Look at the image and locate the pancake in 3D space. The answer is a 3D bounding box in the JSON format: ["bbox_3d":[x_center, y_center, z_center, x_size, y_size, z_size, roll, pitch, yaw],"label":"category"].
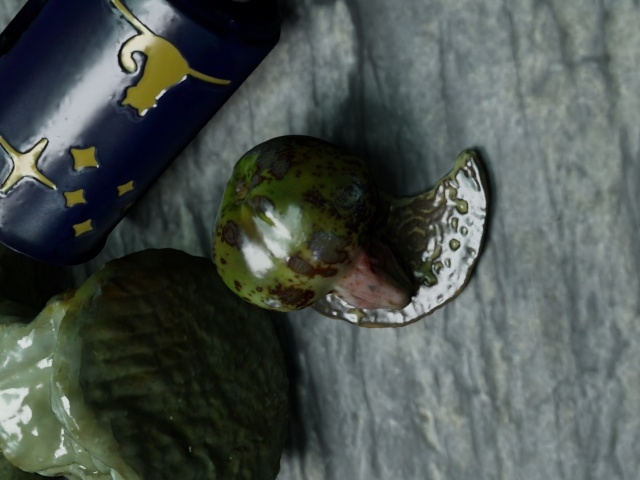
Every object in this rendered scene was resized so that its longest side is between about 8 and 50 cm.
[{"bbox_3d":[0.037,-0.020,1.305,0.190,0.020,0.184,35,115,16],"label":"pancake"}]

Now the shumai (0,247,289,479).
[{"bbox_3d":[-0.163,0.121,1.314,0.203,0.222,0.272,-15,133,39],"label":"shumai"}]

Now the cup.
[{"bbox_3d":[-0.191,-0.134,1.269,0.256,0.255,0.178,-46,57,26],"label":"cup"}]

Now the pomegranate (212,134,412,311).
[{"bbox_3d":[-0.005,-0.001,1.248,0.163,0.125,0.138,40,102,13],"label":"pomegranate"}]

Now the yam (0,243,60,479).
[{"bbox_3d":[-0.323,0.113,1.419,0.195,0.195,0.300,0,102,28],"label":"yam"}]
